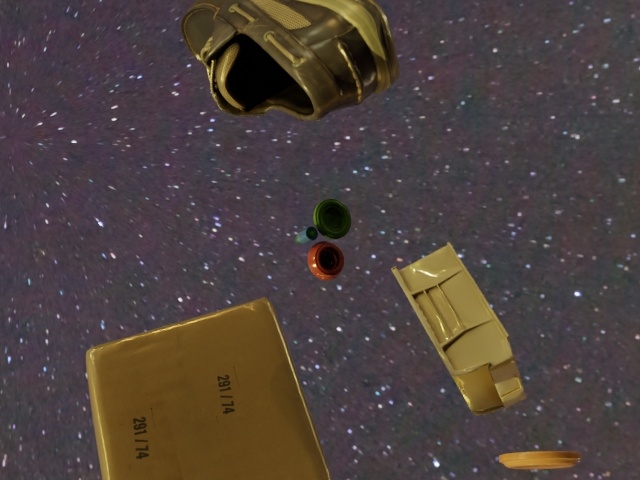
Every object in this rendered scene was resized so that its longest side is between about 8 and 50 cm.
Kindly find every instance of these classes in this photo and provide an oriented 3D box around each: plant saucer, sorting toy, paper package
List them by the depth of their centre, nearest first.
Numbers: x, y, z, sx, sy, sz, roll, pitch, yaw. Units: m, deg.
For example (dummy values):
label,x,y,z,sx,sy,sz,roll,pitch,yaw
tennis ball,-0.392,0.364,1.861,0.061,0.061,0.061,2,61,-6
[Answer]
label,x,y,z,sx,sy,sz,roll,pitch,yaw
plant saucer,0.231,0.232,0.770,0.083,0.083,0.013,11,-114,-24
sorting toy,0.000,0.000,0.904,0.061,0.042,0.102,14,-108,-24
paper package,-0.171,0.288,1.093,0.309,0.168,0.325,-15,-121,-13

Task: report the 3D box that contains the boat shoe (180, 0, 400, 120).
label,x,y,z,sx,sy,sz,roll,pitch,yaw
boat shoe,-0.073,-0.212,0.804,0.130,0.355,0.132,-39,-55,-22

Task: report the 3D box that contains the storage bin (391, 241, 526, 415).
label,x,y,z,sx,sy,sz,roll,pitch,yaw
storage bin,0.274,0.180,1.404,0.123,0.260,0.262,-29,-34,4
